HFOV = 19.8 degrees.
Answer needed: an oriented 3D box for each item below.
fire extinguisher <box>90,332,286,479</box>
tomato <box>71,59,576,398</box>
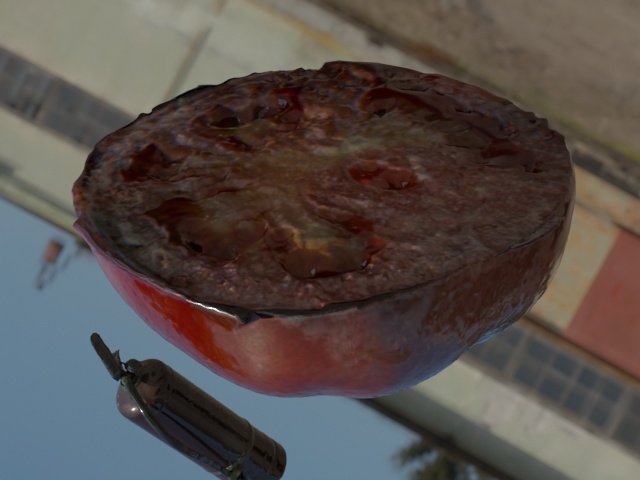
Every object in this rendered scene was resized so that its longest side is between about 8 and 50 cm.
[{"bbox_3d":[-0.085,0.120,1.190,0.157,0.045,0.078,41,-170,-37],"label":"fire extinguisher"},{"bbox_3d":[0.001,0.001,0.815,0.225,0.085,0.225,-1,-147,1],"label":"tomato"}]
